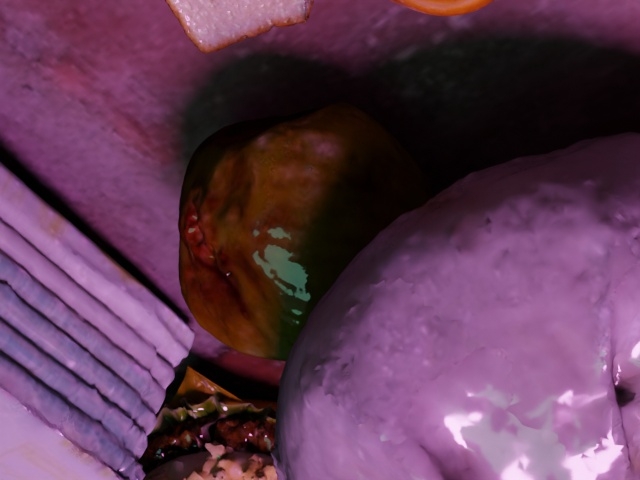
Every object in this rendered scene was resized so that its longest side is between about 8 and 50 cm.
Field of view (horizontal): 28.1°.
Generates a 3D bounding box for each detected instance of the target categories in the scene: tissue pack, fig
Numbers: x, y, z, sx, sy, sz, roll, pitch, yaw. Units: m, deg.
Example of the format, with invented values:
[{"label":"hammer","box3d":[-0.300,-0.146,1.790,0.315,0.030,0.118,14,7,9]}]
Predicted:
[{"label":"tissue pack","box3d":[-0.316,0.035,0.837,0.287,0.162,0.388,-18,131,34]},{"label":"fig","box3d":[0.000,0.000,0.724,0.165,0.144,0.154,27,101,-18]}]

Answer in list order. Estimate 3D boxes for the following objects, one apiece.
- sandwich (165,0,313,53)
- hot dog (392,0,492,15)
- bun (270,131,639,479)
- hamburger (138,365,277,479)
[{"label":"sandwich","box3d":[-0.050,-0.151,0.654,0.093,0.036,0.105,-17,124,35]},{"label":"hot dog","box3d":[-0.019,-0.185,0.582,0.250,0.076,0.104,23,149,-3]},{"label":"bun","box3d":[0.142,0.113,0.656,0.354,0.194,0.354,-10,134,-10]},{"label":"hamburger","box3d":[-0.051,0.223,0.960,0.243,0.139,0.262,23,137,-3]}]
